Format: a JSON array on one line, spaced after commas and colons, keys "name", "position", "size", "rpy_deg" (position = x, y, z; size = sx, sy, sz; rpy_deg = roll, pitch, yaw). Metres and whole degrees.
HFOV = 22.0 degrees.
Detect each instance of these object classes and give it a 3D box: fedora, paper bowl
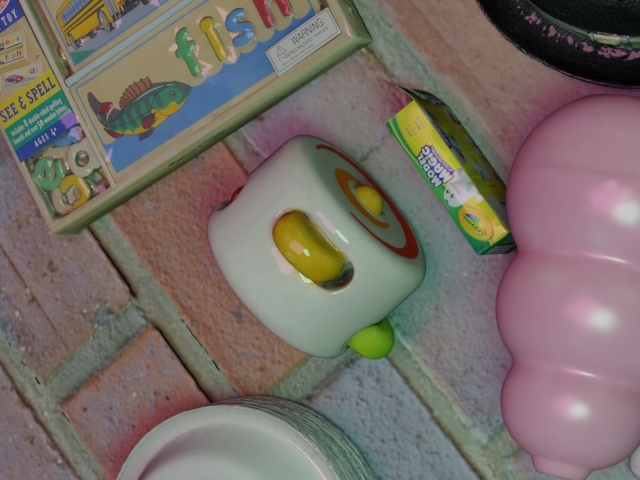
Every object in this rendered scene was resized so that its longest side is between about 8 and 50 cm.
[{"name": "fedora", "position": [0.264, -0.292, 1.475], "size": [0.334, 0.152, 0.334], "rpy_deg": [0, 91, 23]}, {"name": "paper bowl", "position": [-0.085, 0.302, 1.640], "size": [0.284, 0.148, 0.284], "rpy_deg": [1, 93, 24]}]

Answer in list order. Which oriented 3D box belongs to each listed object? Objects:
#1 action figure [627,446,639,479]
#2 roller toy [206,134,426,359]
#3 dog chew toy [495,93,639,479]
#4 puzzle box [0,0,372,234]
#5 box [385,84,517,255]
[{"name": "action figure", "position": [0.458, 0.068, 1.418], "size": [0.276, 0.248, 0.370], "rpy_deg": [0, 78, 63]}, {"name": "roller toy", "position": [0.000, 0.000, 1.569], "size": [0.146, 0.209, 0.191], "rpy_deg": [-42, 47, 17]}, {"name": "dog chew toy", "position": [0.246, 0.045, 1.440], "size": [0.207, 0.206, 0.331], "rpy_deg": [11, 83, 23]}, {"name": "puzzle box", "position": [-0.176, -0.220, 1.720], "size": [0.409, 0.052, 0.272], "rpy_deg": [-32, 78, 21]}, {"name": "box", "position": [0.128, -0.069, 1.563], "size": [0.043, 0.105, 0.179], "rpy_deg": [-36, 77, 19]}]
